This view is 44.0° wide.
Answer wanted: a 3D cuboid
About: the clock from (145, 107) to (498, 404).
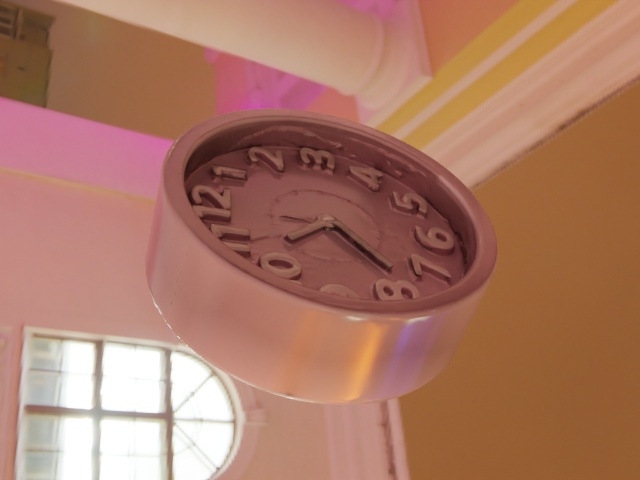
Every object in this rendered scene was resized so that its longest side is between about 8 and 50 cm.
[{"bbox_3d":[0.000,0.000,0.467,0.196,0.197,0.068,-118,-145,-44],"label":"clock"}]
